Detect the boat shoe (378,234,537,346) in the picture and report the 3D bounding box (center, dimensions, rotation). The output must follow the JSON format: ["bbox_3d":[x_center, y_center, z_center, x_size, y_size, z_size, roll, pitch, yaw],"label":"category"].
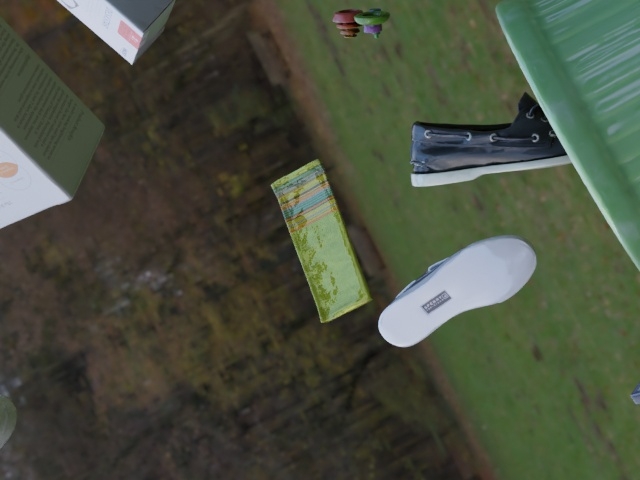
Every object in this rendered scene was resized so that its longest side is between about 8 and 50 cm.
[{"bbox_3d":[0.230,0.072,2.088,0.108,0.301,0.102,50,-153,-8],"label":"boat shoe"}]

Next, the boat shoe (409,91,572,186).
[{"bbox_3d":[0.293,-0.161,1.862,0.127,0.340,0.113,-31,-69,-70],"label":"boat shoe"}]

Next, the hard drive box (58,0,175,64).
[{"bbox_3d":[-0.366,-0.425,2.109,0.232,0.089,0.181,40,164,-4],"label":"hard drive box"}]

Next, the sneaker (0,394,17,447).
[{"bbox_3d":[-0.570,0.330,1.767,0.108,0.292,0.169,35,-177,25],"label":"sneaker"}]

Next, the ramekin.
[{"bbox_3d":[0.301,-0.125,1.173,0.303,0.148,0.303,54,-163,-24],"label":"ramekin"}]

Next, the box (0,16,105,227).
[{"bbox_3d":[-0.282,-0.098,0.997,0.170,0.130,0.091,49,-142,-32],"label":"box"}]

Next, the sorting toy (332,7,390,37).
[{"bbox_3d":[0.063,-0.308,1.808,0.102,0.061,0.042,20,121,51],"label":"sorting toy"}]

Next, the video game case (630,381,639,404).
[{"bbox_3d":[0.652,0.168,2.095,0.196,0.274,0.026,-25,102,48],"label":"video game case"}]

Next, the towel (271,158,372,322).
[{"bbox_3d":[0.000,0.000,1.928,0.021,0.102,0.237,-3,-111,-51],"label":"towel"}]
